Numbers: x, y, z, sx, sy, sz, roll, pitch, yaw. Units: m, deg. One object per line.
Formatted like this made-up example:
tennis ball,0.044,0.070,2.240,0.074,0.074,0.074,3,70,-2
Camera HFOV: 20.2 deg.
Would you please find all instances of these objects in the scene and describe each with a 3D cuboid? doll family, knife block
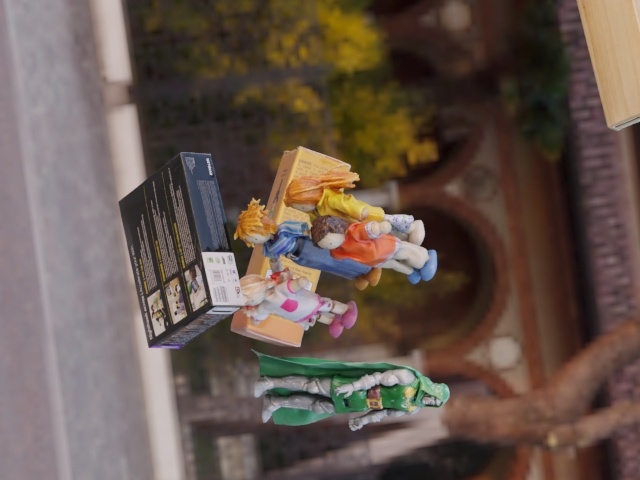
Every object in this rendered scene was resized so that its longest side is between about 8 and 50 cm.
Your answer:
doll family,0.000,0.000,1.906,0.263,0.163,0.118,-38,-141,50
knife block,0.413,-0.322,2.500,0.242,0.088,0.275,51,40,-20

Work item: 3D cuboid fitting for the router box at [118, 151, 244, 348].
router box,-0.152,0.012,1.936,0.133,0.046,0.179,-33,-116,45

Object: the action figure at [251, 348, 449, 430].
action figure,0.040,0.183,2.149,0.137,0.232,0.063,72,20,-46

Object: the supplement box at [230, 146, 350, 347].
supplement box,-0.036,0.008,2.167,0.078,0.080,0.233,173,-68,-72
